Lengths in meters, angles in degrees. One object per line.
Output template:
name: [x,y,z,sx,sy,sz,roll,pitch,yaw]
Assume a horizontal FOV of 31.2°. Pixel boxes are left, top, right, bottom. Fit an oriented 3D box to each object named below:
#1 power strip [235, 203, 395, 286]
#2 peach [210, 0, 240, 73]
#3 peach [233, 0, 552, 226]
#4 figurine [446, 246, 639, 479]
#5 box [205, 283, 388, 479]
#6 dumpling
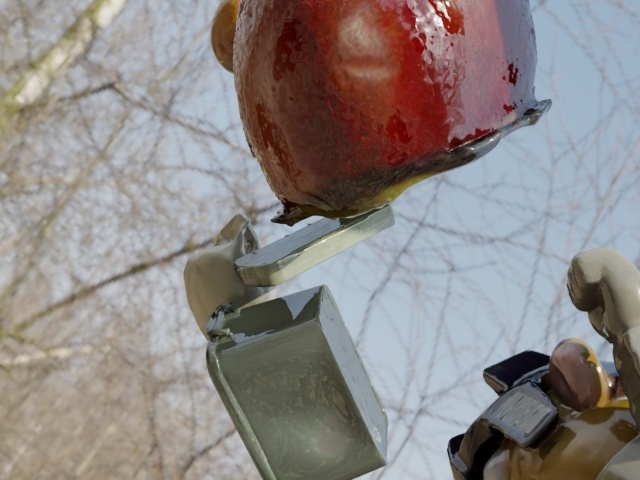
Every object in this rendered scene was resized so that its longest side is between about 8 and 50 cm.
power strip: [0.000,0.000,1.327,0.080,0.226,0.029,5,-63,54]
peach: [-0.091,-0.299,1.648,0.138,0.138,0.138,29,-23,13]
peach: [0.059,-0.195,1.267,0.339,0.417,0.353,-23,-38,31]
figurine: [0.183,0.160,0.660,0.143,0.309,0.308,8,-15,-19]
box: [-0.019,0.172,1.306,0.163,0.135,0.243,-77,144,-70]
dumpling: [-0.121,0.065,1.426,0.150,0.092,0.177,-4,-73,60]
